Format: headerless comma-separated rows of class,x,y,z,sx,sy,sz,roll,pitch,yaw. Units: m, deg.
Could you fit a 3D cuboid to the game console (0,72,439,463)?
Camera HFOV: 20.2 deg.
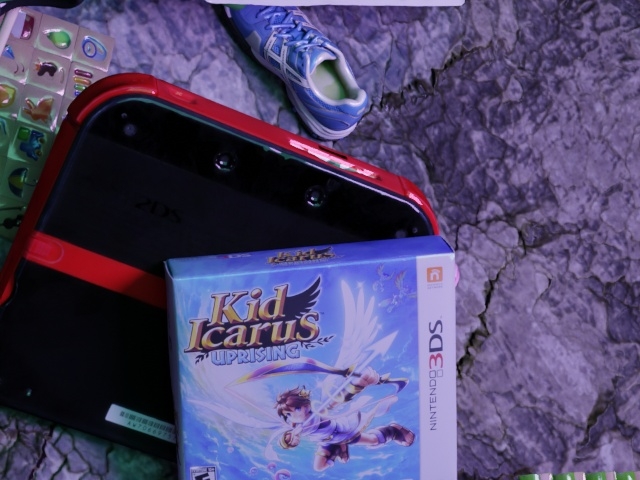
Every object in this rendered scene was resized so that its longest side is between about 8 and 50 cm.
game console,-0.104,0.050,1.718,0.387,0.060,0.342,21,102,-17

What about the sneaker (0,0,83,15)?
sneaker,-0.355,-0.234,1.605,0.330,0.130,0.147,-15,79,-25

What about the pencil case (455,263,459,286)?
pencil case,0.000,0.000,1.818,0.284,0.124,0.124,34,66,-17

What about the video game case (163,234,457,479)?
video game case,-0.006,0.129,1.701,0.270,0.061,0.244,-5,108,-10

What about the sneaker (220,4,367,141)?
sneaker,-0.022,-0.204,1.881,0.080,0.081,0.211,-42,94,-26

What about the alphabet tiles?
alphabet tiles,-0.318,-0.123,1.763,0.198,0.009,0.237,18,71,-21

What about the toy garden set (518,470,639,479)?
toy garden set,0.301,0.340,1.859,0.244,0.049,0.203,8,72,-52

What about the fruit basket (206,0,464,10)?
fruit basket,-0.036,-0.379,1.852,0.353,0.165,0.327,-9,64,-34

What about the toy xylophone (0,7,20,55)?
toy xylophone,-0.412,-0.202,1.689,0.236,0.081,0.322,29,68,-12
